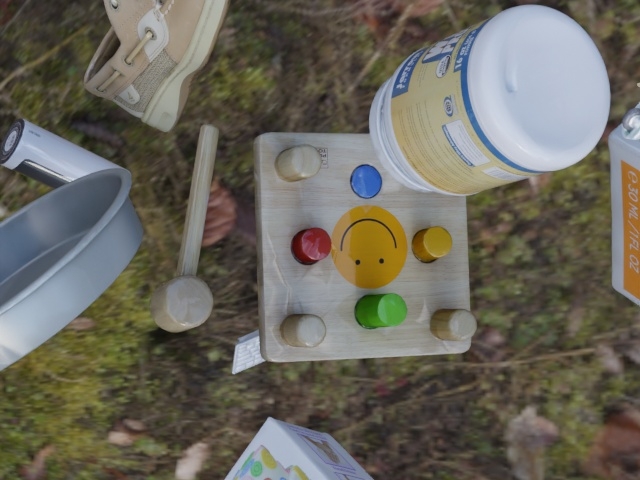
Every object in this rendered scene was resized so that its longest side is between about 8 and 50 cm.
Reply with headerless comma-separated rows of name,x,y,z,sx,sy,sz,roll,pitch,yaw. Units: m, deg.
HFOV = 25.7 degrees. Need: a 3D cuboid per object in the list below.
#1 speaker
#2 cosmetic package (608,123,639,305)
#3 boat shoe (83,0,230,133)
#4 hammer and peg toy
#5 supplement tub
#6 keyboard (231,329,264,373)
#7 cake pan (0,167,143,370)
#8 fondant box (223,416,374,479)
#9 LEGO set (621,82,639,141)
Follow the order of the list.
speaker,-0.271,-0.078,1.498,0.136,0.055,0.055,27,74,-31
cosmetic package,0.484,0.043,1.289,0.161,0.453,0.230,-36,139,-20
boat shoe,-0.145,-0.213,1.274,0.110,0.341,0.121,19,57,-10
hammer and peg toy,0.000,0.000,1.555,0.361,0.127,0.266,0,87,-22
supplement tub,0.146,-0.119,1.264,0.144,0.200,0.144,5,80,-29
keyboard,0.009,0.095,1.693,0.256,0.072,0.014,-22,57,-21
cake pan,-0.282,0.041,1.286,0.293,0.293,0.054,-42,111,-22
fondant box,0.012,0.337,1.112,0.096,0.330,0.238,22,106,-52
LEGO set,0.337,-0.032,1.062,0.107,0.132,0.287,12,42,-26
